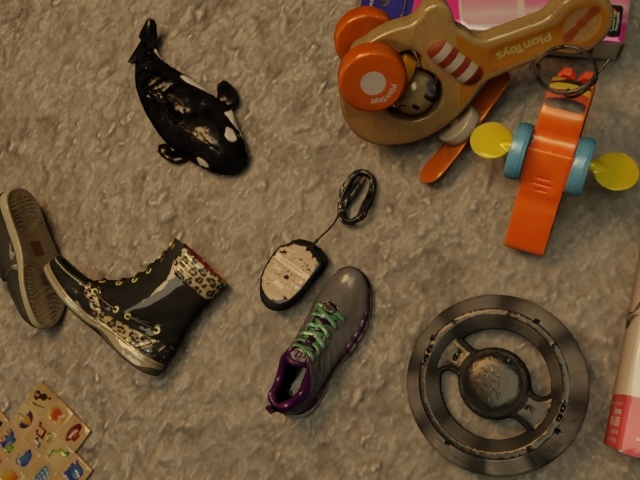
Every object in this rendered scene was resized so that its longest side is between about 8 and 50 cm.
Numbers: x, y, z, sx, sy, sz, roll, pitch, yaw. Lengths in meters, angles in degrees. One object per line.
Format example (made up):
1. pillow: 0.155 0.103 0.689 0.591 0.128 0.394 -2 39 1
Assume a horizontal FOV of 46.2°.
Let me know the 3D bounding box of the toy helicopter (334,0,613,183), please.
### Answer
1. toy helicopter: 0.199 -0.217 0.970 0.355 0.235 0.140 -19 38 13

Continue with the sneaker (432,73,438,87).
1. sneaker: 0.165 -0.221 1.060 0.119 0.047 0.057 -34 84 8

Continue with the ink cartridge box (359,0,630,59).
1. ink cartridge box: 0.238 -0.358 1.045 0.371 0.069 0.175 8 82 15

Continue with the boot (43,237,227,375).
1. boot: -0.269 0.059 1.096 0.236 0.085 0.178 40 89 12

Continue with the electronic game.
1. electronic game: 0.222 0.182 0.958 0.229 0.048 0.229 -6 74 21

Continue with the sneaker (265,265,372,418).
1. sneaker: 0.000 0.136 1.000 0.083 0.098 0.223 23 86 18

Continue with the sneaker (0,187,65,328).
1. sneaker: -0.474 0.040 1.168 0.118 0.083 0.221 -21 81 29

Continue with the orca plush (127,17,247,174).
1. orca plush: -0.214 -0.221 1.126 0.151 0.102 0.287 -27 73 8

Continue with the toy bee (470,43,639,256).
1. toy bee: 0.303 -0.128 0.917 0.195 0.298 0.162 32 51 1

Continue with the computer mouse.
1. computer mouse: 0.000 0.000 1.065 0.071 0.041 0.242 38 84 20

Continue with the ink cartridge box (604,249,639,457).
1. ink cartridge box: 0.464 0.127 0.868 0.207 0.117 0.282 11 82 16

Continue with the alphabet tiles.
1. alphabet tiles: -0.454 0.341 1.128 0.198 0.009 0.237 38 90 19
